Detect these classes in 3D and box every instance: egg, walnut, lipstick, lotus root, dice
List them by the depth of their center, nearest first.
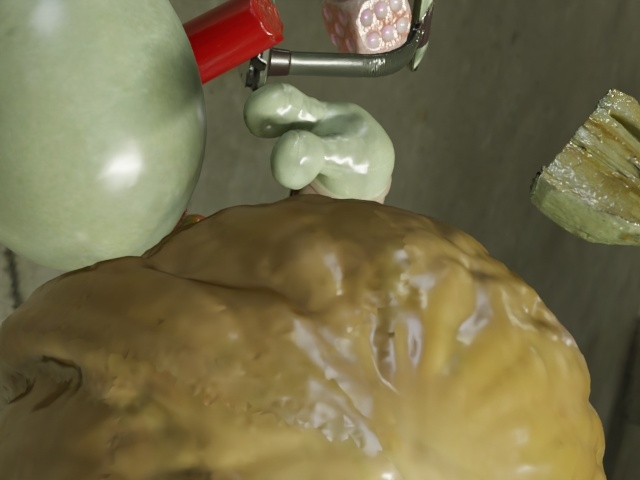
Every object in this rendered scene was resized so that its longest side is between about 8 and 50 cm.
[{"bbox_3d":[-0.019,0.125,0.560,0.333,0.333,0.332,-46,143,-50],"label":"walnut"},{"bbox_3d":[-0.241,-0.139,1.158,0.258,0.258,0.352,16,53,-68],"label":"egg"},{"bbox_3d":[0.275,-0.046,1.164,0.143,0.144,0.070,-38,161,-26],"label":"lotus root"},{"bbox_3d":[-0.172,-0.179,1.343,0.073,0.280,0.073,52,23,-34],"label":"lipstick"},{"bbox_3d":[0.062,-0.303,1.706,0.093,0.091,0.094,-31,121,-19],"label":"dice"}]

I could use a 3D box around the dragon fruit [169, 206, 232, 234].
[{"bbox_3d":[-0.160,0.068,1.639,0.243,0.307,0.227,-107,-164,-76],"label":"dragon fruit"}]

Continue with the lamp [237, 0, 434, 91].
[{"bbox_3d":[0.036,-0.276,1.443,0.283,0.124,0.203,-6,116,-27],"label":"lamp"}]

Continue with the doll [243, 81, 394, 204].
[{"bbox_3d":[0.011,-0.007,1.065,0.113,0.155,0.275,-20,129,-17],"label":"doll"}]
